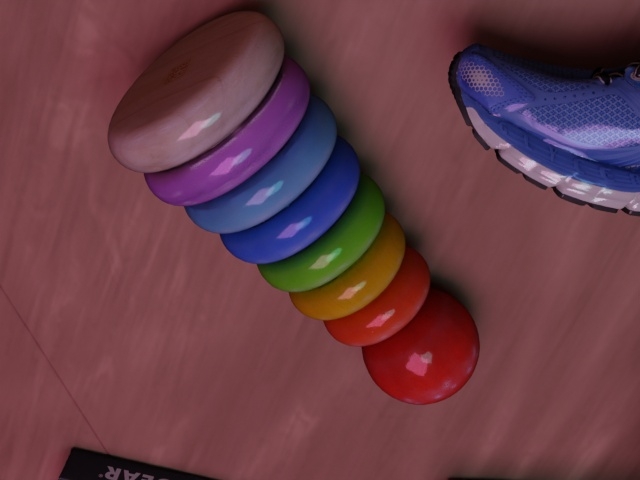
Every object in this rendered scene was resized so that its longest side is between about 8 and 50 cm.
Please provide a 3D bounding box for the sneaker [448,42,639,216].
[{"bbox_3d":[0.247,-0.092,0.881,0.330,0.130,0.147,10,111,2],"label":"sneaker"}]

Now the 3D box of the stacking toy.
[{"bbox_3d":[0.000,0.000,0.986,0.141,0.141,0.330,-25,120,26],"label":"stacking toy"}]

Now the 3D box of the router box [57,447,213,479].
[{"bbox_3d":[-0.149,0.268,1.243,0.179,0.046,0.133,12,125,4],"label":"router box"}]
